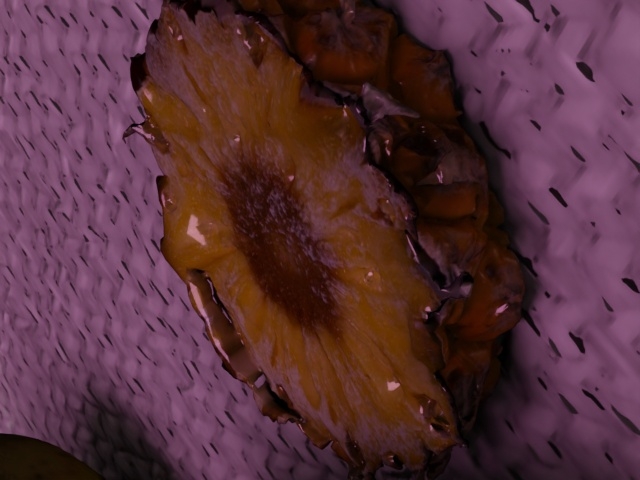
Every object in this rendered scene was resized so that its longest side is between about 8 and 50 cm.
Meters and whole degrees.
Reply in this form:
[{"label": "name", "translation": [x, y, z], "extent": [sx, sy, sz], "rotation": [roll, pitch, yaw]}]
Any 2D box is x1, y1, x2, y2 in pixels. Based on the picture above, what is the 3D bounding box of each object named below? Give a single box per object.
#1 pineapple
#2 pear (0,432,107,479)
[{"label": "pineapple", "translation": [0.000, 0.000, 0.479], "extent": [0.221, 0.047, 0.221], "rotation": [39, 143, 38]}, {"label": "pear", "translation": [-0.166, 0.261, 0.737], "extent": [0.342, 0.238, 0.318], "rotation": [2, 100, 61]}]
